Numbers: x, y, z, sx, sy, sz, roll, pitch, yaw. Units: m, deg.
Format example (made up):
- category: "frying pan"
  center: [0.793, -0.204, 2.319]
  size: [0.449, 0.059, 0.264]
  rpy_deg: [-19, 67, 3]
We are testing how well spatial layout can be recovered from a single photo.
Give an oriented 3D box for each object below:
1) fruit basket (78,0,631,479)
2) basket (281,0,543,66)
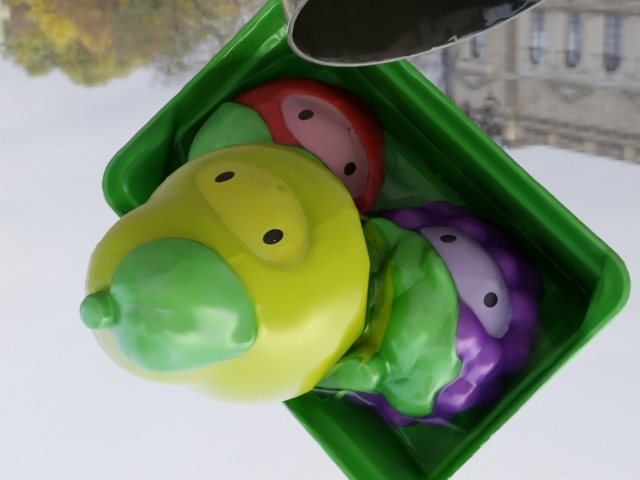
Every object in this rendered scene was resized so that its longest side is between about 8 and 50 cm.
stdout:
- category: "fruit basket"
  center: [0.000, 0.000, 0.804]
  size: [0.283, 0.392, 0.392]
  rpy_deg: [-45, -160, 2]
- category: "basket"
  center: [0.025, -0.218, 0.517]
  size: [0.154, 0.226, 0.204]
  rpy_deg: [-18, 173, 2]
